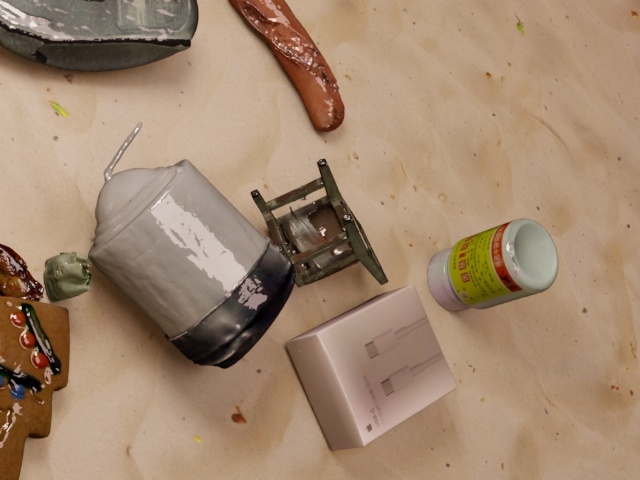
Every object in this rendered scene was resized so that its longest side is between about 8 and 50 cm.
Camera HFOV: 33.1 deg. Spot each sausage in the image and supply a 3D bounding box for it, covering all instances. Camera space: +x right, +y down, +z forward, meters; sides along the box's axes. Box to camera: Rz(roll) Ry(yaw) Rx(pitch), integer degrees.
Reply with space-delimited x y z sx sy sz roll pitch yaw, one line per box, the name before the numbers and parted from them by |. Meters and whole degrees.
sausage | -0.053 -0.342 1.930 0.087 0.079 0.327 -36 99 -13

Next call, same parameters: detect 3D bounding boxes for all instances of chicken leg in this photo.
chicken leg | -0.453 0.037 1.532 0.062 0.037 0.145 -45 105 -22

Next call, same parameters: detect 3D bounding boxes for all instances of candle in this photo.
candle | -0.211 0.016 1.604 0.342 0.221 0.221 44 54 -13

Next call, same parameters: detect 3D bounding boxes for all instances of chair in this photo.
chair | 0.000 0.000 1.817 0.136 0.147 0.270 66 3 28

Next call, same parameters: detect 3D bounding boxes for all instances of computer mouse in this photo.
computer mouse | -0.372 -0.361 1.671 0.374 0.114 0.203 3 76 -28

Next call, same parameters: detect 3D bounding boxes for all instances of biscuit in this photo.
biscuit | -0.451 0.180 1.456 0.278 0.043 0.301 50 52 -13

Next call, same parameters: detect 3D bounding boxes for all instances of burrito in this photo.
burrito | -0.361 0.047 1.543 0.044 0.118 0.074 5 80 -32

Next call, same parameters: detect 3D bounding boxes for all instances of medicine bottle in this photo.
medicine bottle | 0.315 0.051 1.982 0.139 0.225 0.139 12 68 -33

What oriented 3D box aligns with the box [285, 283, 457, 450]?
box | 0.090 0.214 1.839 0.251 0.106 0.203 -23 91 -39
